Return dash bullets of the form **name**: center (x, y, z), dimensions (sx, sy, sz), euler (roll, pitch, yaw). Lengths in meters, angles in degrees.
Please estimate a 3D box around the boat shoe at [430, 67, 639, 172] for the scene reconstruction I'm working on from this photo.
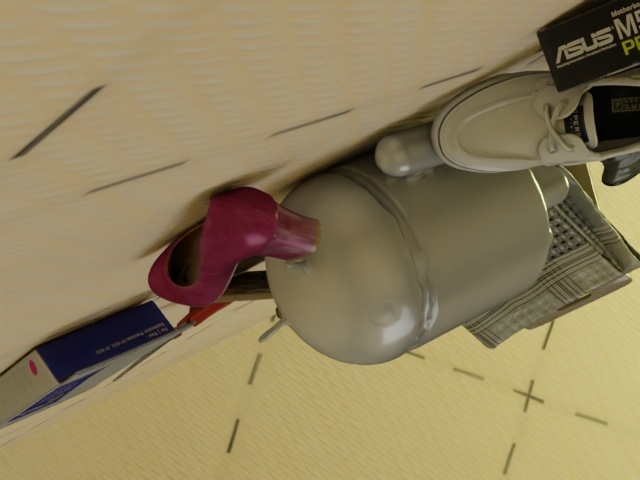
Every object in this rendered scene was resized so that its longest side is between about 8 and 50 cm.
- **boat shoe**: center (0.231, -0.116, 1.329), dimensions (0.258, 0.095, 0.084), euler (-14, -168, -1)

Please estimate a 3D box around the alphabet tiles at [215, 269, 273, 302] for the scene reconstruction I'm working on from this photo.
- **alphabet tiles**: center (0.002, 0.049, 1.982), dimensions (0.343, 0.011, 0.285), euler (-5, -173, 28)

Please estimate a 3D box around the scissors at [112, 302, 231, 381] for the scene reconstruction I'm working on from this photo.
- **scissors**: center (-0.190, 0.119, 2.062), dimensions (0.109, 0.021, 0.297), euler (-22, -171, 29)

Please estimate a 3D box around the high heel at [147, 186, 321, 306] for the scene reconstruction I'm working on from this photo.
- **high heel**: center (-0.116, 0.005, 1.317), dimensions (0.117, 0.082, 0.244), euler (18, 162, -36)

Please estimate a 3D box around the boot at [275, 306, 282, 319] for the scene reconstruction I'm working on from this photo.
- **boot**: center (0.011, 0.080, 1.893), dimensions (0.118, 0.042, 0.087), euler (-15, -178, -42)

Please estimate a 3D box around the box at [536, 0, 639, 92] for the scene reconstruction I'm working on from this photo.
- **box**: center (0.349, -0.207, 1.250), dimensions (0.216, 0.060, 0.270), euler (-17, -178, 43)

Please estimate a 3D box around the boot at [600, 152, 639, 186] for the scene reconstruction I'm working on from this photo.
- **boot**: center (0.389, -0.125, 1.981), dimensions (0.247, 0.083, 0.161), euler (-27, 138, -5)

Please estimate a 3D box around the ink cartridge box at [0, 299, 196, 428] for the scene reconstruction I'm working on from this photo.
- **ink cartridge box**: center (-0.314, 0.159, 1.868), dimensions (0.176, 0.069, 0.371), euler (-23, 177, -34)

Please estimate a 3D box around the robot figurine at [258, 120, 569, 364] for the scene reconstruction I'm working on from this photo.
- **robot figurine**: center (0.090, 0.002, 1.469), dimensions (0.353, 0.200, 0.299), euler (-23, 138, -33)

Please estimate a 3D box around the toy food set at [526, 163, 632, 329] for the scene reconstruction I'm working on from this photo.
- **toy food set**: center (0.403, -0.027, 2.467), dimensions (0.220, 0.306, 0.092), euler (-29, 150, 35)

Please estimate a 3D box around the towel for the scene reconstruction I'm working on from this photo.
- **towel**: center (0.301, 0.014, 2.300), dimensions (0.324, 0.312, 0.056), euler (-33, -155, 27)
